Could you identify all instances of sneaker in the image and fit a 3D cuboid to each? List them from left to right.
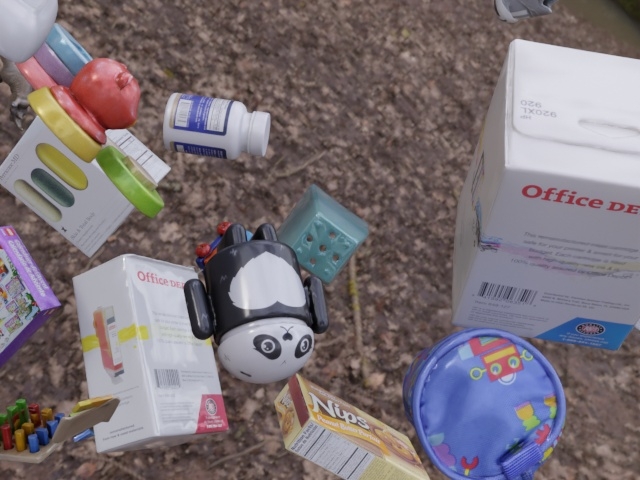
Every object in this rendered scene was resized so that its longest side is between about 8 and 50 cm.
[{"bbox_3d":[0.366,-0.476,1.235,0.086,0.132,0.229,-6,101,-48],"label":"sneaker"}]

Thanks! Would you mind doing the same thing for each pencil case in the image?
[{"bbox_3d":[0.142,0.153,0.706,0.133,0.119,0.306,53,-1,11],"label":"pencil case"}]

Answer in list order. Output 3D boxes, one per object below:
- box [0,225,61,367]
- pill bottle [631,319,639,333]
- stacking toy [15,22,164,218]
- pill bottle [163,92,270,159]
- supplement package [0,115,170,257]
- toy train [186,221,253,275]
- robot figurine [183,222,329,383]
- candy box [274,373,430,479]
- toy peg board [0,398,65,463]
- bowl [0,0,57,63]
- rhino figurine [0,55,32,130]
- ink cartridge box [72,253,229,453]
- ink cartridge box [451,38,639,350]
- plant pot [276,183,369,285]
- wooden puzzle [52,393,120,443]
[{"bbox_3d":[-0.674,0.137,1.533,0.201,0.293,0.057,54,25,10],"label":"box"},{"bbox_3d":[0.426,0.034,0.973,0.162,0.162,0.278,54,14,3],"label":"pill bottle"},{"bbox_3d":[-0.319,-0.196,1.165,0.279,0.130,0.309,50,-1,-43],"label":"stacking toy"},{"bbox_3d":[-0.194,-0.212,1.427,0.186,0.112,0.112,9,48,1],"label":"pill bottle"},{"bbox_3d":[-0.514,-0.147,1.642,0.262,0.199,0.198,42,27,-11],"label":"supplement package"},{"bbox_3d":[-0.253,0.067,1.928,0.248,0.143,0.105,-49,132,-29],"label":"toy train"},{"bbox_3d":[-0.107,0.107,1.305,0.173,0.209,0.278,54,21,-63],"label":"robot figurine"},{"bbox_3d":[0.064,0.415,1.548,0.316,0.087,0.183,32,9,-19],"label":"candy box"},{"bbox_3d":[-0.683,0.437,1.757,0.161,0.160,0.079,-46,135,-69],"label":"toy peg board"},{"bbox_3d":[-0.332,-0.259,0.764,0.142,0.053,0.142,39,22,-26],"label":"bowl"},{"bbox_3d":[-0.631,-0.347,1.568,0.073,0.106,0.243,3,79,-45],"label":"rhino figurine"},{"bbox_3d":[-0.370,0.250,1.653,0.279,0.160,0.385,24,49,-63],"label":"ink cartridge box"},{"bbox_3d":[0.231,-0.036,0.709,0.171,0.233,0.168,10,52,3],"label":"ink cartridge box"},{"bbox_3d":[0.000,0.000,1.618,0.165,0.166,0.234,36,7,-6],"label":"plant pot"},{"bbox_3d":[-0.280,0.212,0.900,0.078,0.116,0.014,-12,60,-47],"label":"wooden puzzle"}]
